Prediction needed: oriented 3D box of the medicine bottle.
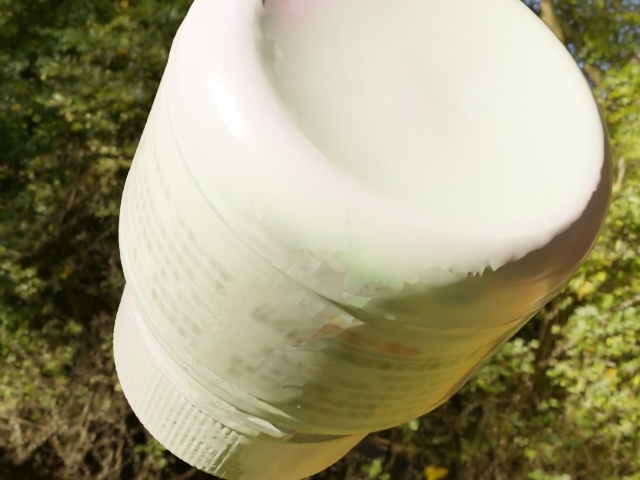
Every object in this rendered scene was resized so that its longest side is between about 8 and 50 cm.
[{"bbox_3d":[0.000,0.000,0.606,0.241,0.241,0.302,20,-39,-11],"label":"medicine bottle"}]
